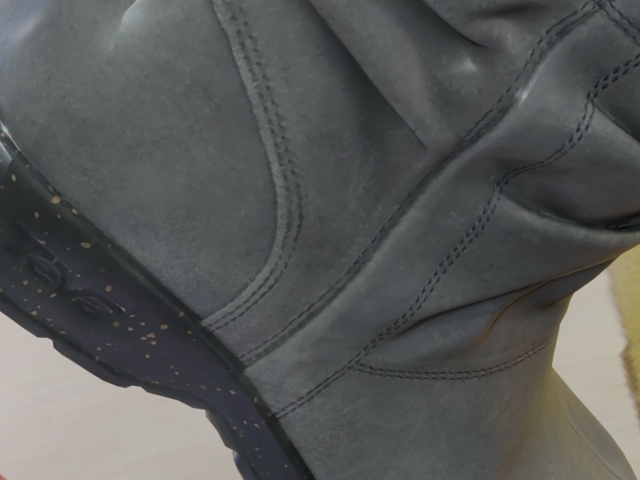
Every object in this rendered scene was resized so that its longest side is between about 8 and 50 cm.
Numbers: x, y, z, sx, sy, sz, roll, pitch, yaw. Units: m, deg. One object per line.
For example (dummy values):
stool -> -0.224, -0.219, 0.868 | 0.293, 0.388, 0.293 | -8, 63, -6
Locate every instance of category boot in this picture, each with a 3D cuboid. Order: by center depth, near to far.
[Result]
boot -> 0.067, 0.002, 0.442 | 0.222, 0.338, 0.118 | -29, 45, 25

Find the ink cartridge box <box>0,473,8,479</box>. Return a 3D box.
ink cartridge box -> -0.415, 0.213, 1.440 | 0.237, 0.172, 0.100 | 44, 93, -8
